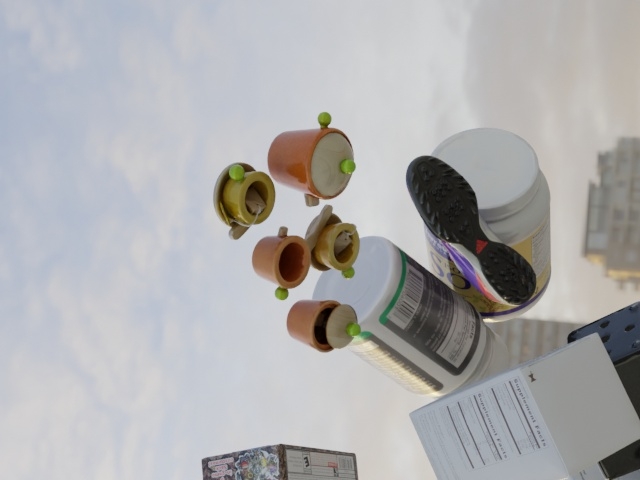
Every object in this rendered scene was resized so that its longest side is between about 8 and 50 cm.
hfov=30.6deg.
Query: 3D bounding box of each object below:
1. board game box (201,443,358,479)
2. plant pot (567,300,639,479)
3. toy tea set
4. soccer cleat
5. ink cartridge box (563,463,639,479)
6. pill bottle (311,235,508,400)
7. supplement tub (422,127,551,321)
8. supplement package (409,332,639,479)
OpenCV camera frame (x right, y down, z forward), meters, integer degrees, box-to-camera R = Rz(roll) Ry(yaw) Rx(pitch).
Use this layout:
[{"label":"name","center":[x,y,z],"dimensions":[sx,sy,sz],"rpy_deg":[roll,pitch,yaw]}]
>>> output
[{"label":"board game box","center":[-0.045,0.463,1.742],"dimensions":[0.232,0.141,0.291],"rpy_deg":[23,-124,-56]},{"label":"plant pot","center":[0.457,0.203,1.706],"dimensions":[0.167,0.187,0.188],"rpy_deg":[53,-154,-17]},{"label":"toy tea set","center":[0.000,0.000,1.573],"dimensions":[0.200,0.124,0.336],"rpy_deg":[-49,-49,-31]},{"label":"soccer cleat","center":[0.240,-0.011,2.011],"dimensions":[0.318,0.116,0.108],"rpy_deg":[48,-109,-15]},{"label":"ink cartridge box","center":[0.539,0.438,1.981],"dimensions":[0.114,0.273,0.197],"rpy_deg":[-101,10,-53]},{"label":"pill bottle","center":[0.172,0.162,2.143],"dimensions":[0.361,0.204,0.204],"rpy_deg":[38,-123,-33]},{"label":"supplement tub","center":[0.316,-0.027,2.222],"dimensions":[0.331,0.241,0.241],"rpy_deg":[75,-150,-49]},{"label":"supplement package","center":[0.243,0.222,1.416],"dimensions":[0.139,0.244,0.134],"rpy_deg":[-19,-100,-32]}]
